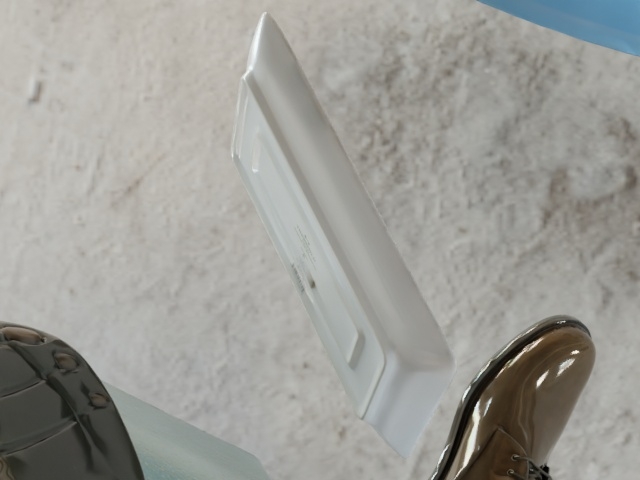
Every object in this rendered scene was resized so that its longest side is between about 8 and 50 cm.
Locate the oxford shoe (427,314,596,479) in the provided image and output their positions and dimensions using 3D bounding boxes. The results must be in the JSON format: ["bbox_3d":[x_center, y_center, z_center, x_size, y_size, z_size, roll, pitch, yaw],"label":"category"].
[{"bbox_3d":[0.125,0.154,0.839,0.227,0.083,0.096,-58,31,-6],"label":"oxford shoe"}]

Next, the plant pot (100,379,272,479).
[{"bbox_3d":[-0.162,0.238,0.887,0.248,0.247,0.252,-62,18,-7],"label":"plant pot"}]

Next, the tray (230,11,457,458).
[{"bbox_3d":[0.000,0.000,0.813,0.145,0.030,0.270,104,144,-58],"label":"tray"}]

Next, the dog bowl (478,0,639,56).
[{"bbox_3d":[0.111,-0.157,0.557,0.166,0.297,0.074,15,114,-6],"label":"dog bowl"}]

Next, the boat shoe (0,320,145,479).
[{"bbox_3d":[-0.110,0.191,0.529,0.120,0.122,0.324,-36,61,19],"label":"boat shoe"}]
